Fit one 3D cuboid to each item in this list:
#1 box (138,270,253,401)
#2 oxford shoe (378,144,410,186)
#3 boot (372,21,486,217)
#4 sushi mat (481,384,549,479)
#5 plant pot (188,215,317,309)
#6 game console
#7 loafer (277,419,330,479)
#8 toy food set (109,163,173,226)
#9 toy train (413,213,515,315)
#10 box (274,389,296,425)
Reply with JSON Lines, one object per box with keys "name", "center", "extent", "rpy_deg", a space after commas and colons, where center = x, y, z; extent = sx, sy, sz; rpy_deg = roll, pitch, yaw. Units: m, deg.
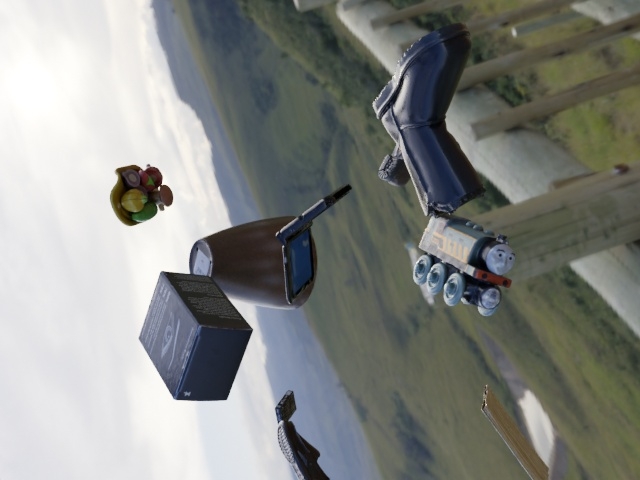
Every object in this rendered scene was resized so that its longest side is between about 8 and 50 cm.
{"name": "box", "center": [-0.228, 0.169, 1.374], "extent": [0.207, 0.108, 0.153], "rpy_deg": [43, 117, 49]}
{"name": "oxford shoe", "center": [0.254, -0.245, 2.060], "extent": [0.096, 0.227, 0.083], "rpy_deg": [28, -167, -30]}
{"name": "boot", "center": [0.174, -0.152, 1.053], "extent": [0.207, 0.094, 0.246], "rpy_deg": [64, 157, 10]}
{"name": "sushi mat", "center": [0.544, 0.555, 2.129], "extent": [0.316, 0.019, 0.151], "rpy_deg": [54, -160, -5]}
{"name": "plant pot", "center": [-0.161, 0.051, 1.681], "extent": [0.215, 0.231, 0.215], "rpy_deg": [1, 91, 53]}
{"name": "game console", "center": [0.000, 0.000, 0.841], "extent": [0.071, 0.107, 0.122], "rpy_deg": [53, -164, -2]}
{"name": "loafer", "center": [-0.045, 0.578, 2.062], "extent": [0.220, 0.078, 0.080], "rpy_deg": [63, 151, 7]}
{"name": "toy food set", "center": [-0.369, -0.106, 1.647], "extent": [0.218, 0.071, 0.128], "rpy_deg": [-43, -59, -71]}
{"name": "toy train", "center": [0.332, 0.048, 1.789], "extent": [0.334, 0.142, 0.190], "rpy_deg": [-143, 70, -69]}
{"name": "box", "center": [-0.096, 0.469, 2.142], "extent": [0.083, 0.018, 0.067], "rpy_deg": [-49, -43, -51]}
